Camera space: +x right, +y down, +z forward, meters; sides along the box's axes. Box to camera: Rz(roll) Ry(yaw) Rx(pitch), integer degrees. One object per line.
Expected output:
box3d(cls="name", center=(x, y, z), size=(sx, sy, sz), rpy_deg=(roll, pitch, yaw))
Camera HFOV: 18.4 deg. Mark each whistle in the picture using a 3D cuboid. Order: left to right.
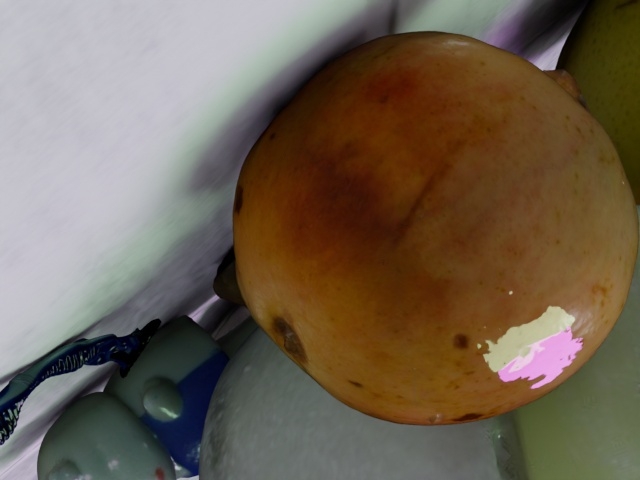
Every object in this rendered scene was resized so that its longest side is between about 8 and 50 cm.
box3d(cls="whistle", center=(-0.089, 0.108, 1.246), size=(0.244, 0.092, 0.110), rpy_deg=(-37, 162, -16))

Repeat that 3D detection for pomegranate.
box3d(cls="pomegranate", center=(0.055, -0.004, 0.926), size=(0.191, 0.191, 0.191), rpy_deg=(-39, 173, -6))

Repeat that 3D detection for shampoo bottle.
box3d(cls="shampoo bottle", center=(0.104, 0.138, 1.127), size=(0.317, 0.322, 0.322), rpy_deg=(-16, -174, 28))

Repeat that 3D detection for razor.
box3d(cls="razor", center=(-0.142, 0.077, 1.023), size=(0.154, 0.028, 0.044), rpy_deg=(-33, 162, -52))

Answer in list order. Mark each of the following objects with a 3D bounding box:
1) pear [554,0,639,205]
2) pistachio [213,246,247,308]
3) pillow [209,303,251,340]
box3d(cls="pear", center=(0.275, -0.107, 1.275), size=(0.336, 0.285, 0.285), rpy_deg=(8, -149, 41))
box3d(cls="pistachio", center=(0.000, 0.000, 1.218), size=(0.173, 0.049, 0.089), rpy_deg=(-34, 172, -41))
box3d(cls="pillow", center=(-0.048, 0.073, 1.435), size=(0.148, 0.050, 0.230), rpy_deg=(-43, 173, -32))
